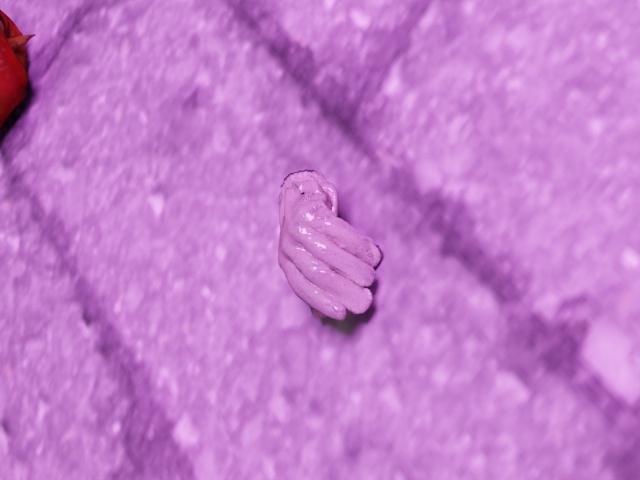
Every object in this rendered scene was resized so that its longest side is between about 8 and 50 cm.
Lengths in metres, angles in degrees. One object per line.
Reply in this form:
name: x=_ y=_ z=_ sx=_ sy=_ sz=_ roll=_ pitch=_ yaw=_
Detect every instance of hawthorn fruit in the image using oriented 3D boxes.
hawthorn fruit: x=-0.207 y=-0.100 z=0.820 sx=0.093 sy=0.093 sz=0.093 roll=-21 pitch=60 yaw=40

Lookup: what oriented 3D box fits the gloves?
gloves: x=-0.002 y=0.001 z=0.591 sx=0.081 sy=0.037 sz=0.044 roll=56 pitch=151 yaw=38
